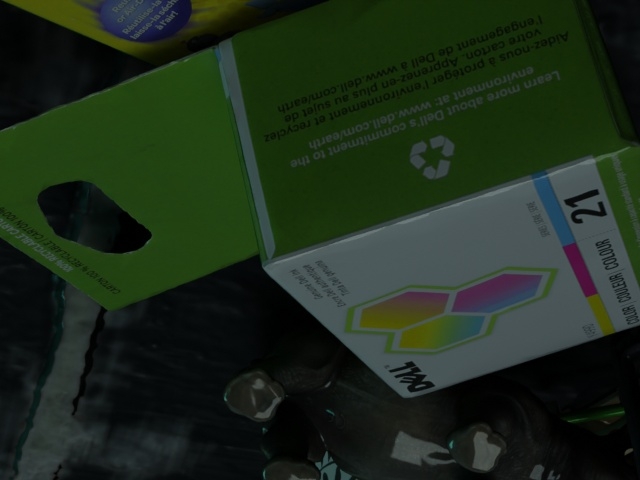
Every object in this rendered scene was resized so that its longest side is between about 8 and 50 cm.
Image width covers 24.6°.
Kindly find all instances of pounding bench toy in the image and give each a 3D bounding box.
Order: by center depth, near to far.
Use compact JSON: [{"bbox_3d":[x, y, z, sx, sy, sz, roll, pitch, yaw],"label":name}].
[{"bbox_3d":[0.162,0.100,0.772,0.065,0.052,0.083,-36,126,29],"label":"pounding bench toy"}]

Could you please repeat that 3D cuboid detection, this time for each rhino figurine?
[{"bbox_3d":[0.074,0.100,0.711,0.243,0.106,0.073,15,105,1],"label":"rhino figurine"}]

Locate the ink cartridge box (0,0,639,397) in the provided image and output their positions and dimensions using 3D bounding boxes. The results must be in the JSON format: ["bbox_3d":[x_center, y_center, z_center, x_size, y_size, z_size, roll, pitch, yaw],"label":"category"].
[{"bbox_3d":[0.000,0.000,0.581,0.255,0.097,0.189,-20,156,11],"label":"ink cartridge box"}]

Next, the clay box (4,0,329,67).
[{"bbox_3d":[-0.062,-0.129,0.495,0.222,0.053,0.127,18,133,-41],"label":"clay box"}]

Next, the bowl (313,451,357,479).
[{"bbox_3d":[0.070,0.166,0.816,0.170,0.080,0.170,-2,136,-2],"label":"bowl"}]

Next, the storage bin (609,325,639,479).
[{"bbox_3d":[0.244,0.083,0.710,0.180,0.122,0.084,18,132,-20],"label":"storage bin"}]
